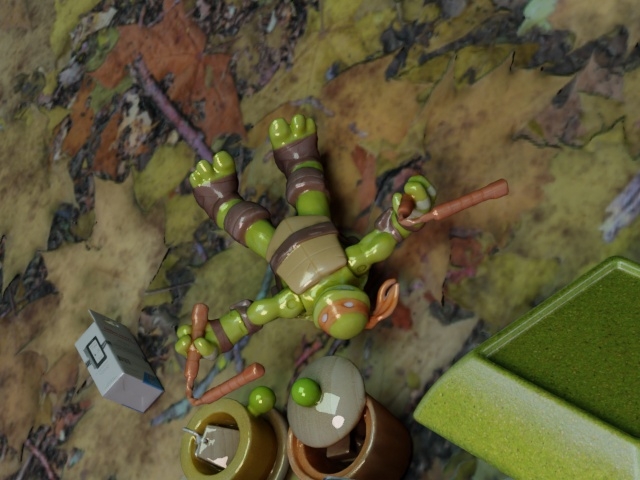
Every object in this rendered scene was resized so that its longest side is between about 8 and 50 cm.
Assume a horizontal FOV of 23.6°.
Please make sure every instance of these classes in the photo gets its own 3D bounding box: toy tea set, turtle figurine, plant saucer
[{"bbox_3d":[-0.090,0.207,1.065,0.200,0.124,0.336,38,95,44],"label":"toy tea set"},{"bbox_3d":[0.000,0.000,1.122,0.269,0.087,0.217,-36,44,7],"label":"turtle figurine"},{"bbox_3d":[0.179,0.076,0.886,0.188,0.045,0.188,-31,38,-29],"label":"plant saucer"}]

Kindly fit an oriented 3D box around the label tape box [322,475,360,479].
[{"bbox_3d":[0.033,0.269,0.835,0.347,0.115,0.249,7,56,20],"label":"label tape box"}]

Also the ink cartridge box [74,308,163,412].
[{"bbox_3d":[-0.166,0.097,1.237,0.028,0.048,0.083,-47,46,11],"label":"ink cartridge box"}]

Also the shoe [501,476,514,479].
[{"bbox_3d":[0.085,0.244,0.946,0.076,0.058,0.219,19,82,43],"label":"shoe"}]
